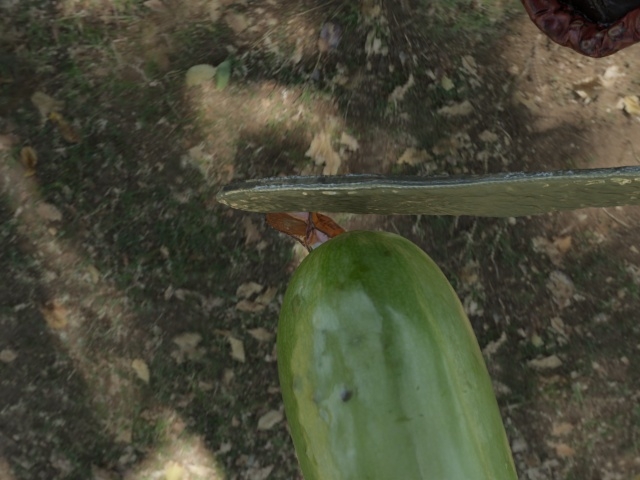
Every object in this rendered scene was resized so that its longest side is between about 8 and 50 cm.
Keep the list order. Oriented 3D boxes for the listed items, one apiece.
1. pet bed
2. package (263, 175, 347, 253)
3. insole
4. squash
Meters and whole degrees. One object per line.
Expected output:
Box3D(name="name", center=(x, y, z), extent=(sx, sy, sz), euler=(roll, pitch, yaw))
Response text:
Box3D(name="pet bed", center=(0.289, -0.289, 0.906), extent=(0.201, 0.053, 0.201), euler=(32, 141, 31))
Box3D(name="package", center=(0.001, -0.001, 0.648), extent=(0.111, 0.077, 0.033), euler=(42, 83, 17))
Box3D(name="insole", center=(0.061, -0.021, 0.419), extent=(0.248, 0.081, 0.011), euler=(0, 81, 29))
Box3D(name="squash", center=(0.061, 0.171, 0.472), extent=(0.118, 0.118, 0.370), euler=(-18, 79, 9))
